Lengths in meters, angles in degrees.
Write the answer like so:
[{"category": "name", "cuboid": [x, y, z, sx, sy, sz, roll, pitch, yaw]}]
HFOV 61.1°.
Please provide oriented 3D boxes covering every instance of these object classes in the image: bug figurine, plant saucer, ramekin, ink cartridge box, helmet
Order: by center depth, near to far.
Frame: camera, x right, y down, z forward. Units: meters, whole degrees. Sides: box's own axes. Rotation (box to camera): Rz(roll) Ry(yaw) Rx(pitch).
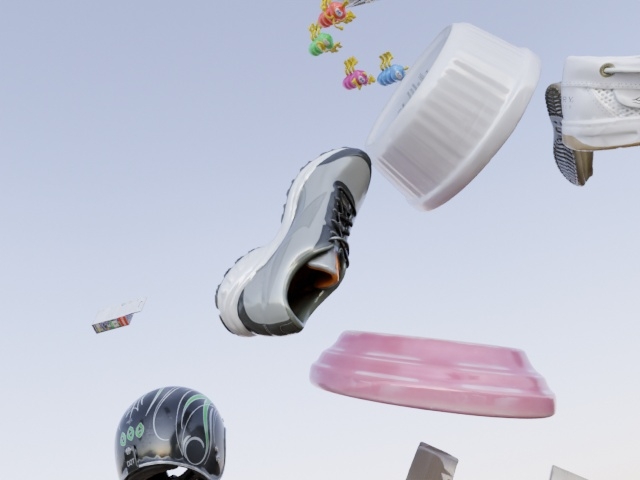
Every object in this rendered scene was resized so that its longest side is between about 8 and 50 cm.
[{"category": "plant saucer", "cuboid": [0.151, 0.179, 0.760, 0.332, 0.084, 0.332, 5, -10, 1]}, {"category": "ramekin", "cuboid": [0.174, -0.185, 0.789, 0.127, 0.273, 0.273, 32, -49, -8]}, {"category": "helmet", "cuboid": [-0.225, 0.303, 0.824, 0.169, 0.161, 0.169, -4, -54, -6]}, {"category": "ink cartridge box", "cuboid": [-0.436, 0.164, 1.192, 0.115, 0.063, 0.029, -15, -64, 3]}, {"category": "bug figurine", "cuboid": [0.072, -0.434, 1.260, 0.279, 0.072, 0.216, 39, -18, -19]}]

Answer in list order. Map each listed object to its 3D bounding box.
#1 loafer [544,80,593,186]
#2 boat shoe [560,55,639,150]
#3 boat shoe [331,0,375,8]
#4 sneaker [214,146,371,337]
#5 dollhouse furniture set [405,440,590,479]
[{"category": "loafer", "cuboid": [0.325, -0.135, 0.683, 0.050, 0.056, 0.148, -25, -58, 0]}, {"category": "boat shoe", "cuboid": [0.330, -0.135, 0.409, 0.277, 0.098, 0.096, -6, -74, 23]}, {"category": "boat shoe", "cuboid": [0.138, -0.610, 1.278, 0.094, 0.109, 0.302, 26, -19, -36]}, {"category": "sneaker", "cuboid": [0.000, 0.000, 0.613, 0.108, 0.271, 0.100, 4, -39, 40]}, {"category": "dollhouse furniture set", "cuboid": [0.282, 0.530, 0.816, 0.394, 0.256, 0.362, 21, -43, 18]}]
